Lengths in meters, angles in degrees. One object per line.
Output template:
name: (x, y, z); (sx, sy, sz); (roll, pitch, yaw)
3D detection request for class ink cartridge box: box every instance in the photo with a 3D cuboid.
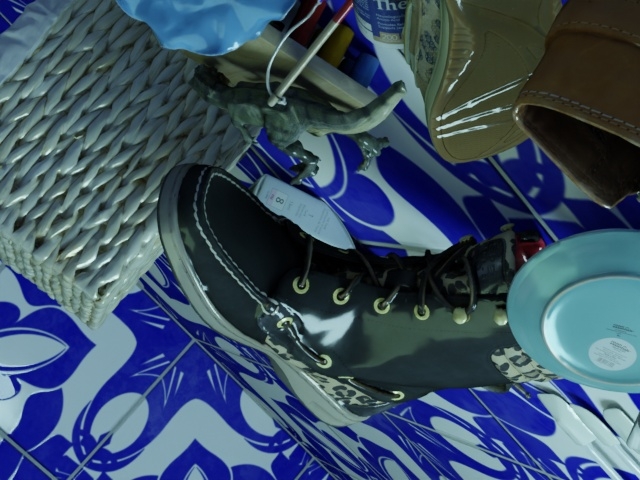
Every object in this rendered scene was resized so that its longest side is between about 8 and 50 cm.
ink cartridge box: (0.000, 0.000, 1.500); (0.232, 0.066, 0.189); (23, 167, -11)

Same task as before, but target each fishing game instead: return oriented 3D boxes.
fishing game: (-0.092, -0.238, 0.908); (0.264, 0.189, 0.041); (42, -152, 2)

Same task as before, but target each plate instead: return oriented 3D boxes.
plate: (0.244, 0.068, 0.926); (0.188, 0.024, 0.188); (8, 133, 9)

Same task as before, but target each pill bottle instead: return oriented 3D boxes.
pill bottle: (0.050, -0.193, 0.794); (0.067, 0.067, 0.120); (34, 163, 24)

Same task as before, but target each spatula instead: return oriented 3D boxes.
spatula: (0.374, 0.268, 1.362); (0.242, 0.019, 0.168); (45, 158, -17)

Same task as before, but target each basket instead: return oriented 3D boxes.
basket: (-0.260, -0.100, 1.299); (0.266, 0.331, 0.328); (41, 165, -4)

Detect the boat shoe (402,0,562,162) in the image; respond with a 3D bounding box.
boat shoe: (0.106, -0.155, 0.744); (0.285, 0.104, 0.089); (83, 168, -59)

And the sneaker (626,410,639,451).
sneaker: (0.348, 0.165, 1.067); (0.094, 0.080, 0.212); (24, 166, 17)

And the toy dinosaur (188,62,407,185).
toy dinosaur: (-0.011, -0.101, 0.997); (0.268, 0.064, 0.118); (12, 155, 42)

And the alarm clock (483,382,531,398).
alarm clock: (0.170, 0.100, 1.299); (0.129, 0.064, 0.192); (23, 158, 49)

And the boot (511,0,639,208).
boot: (0.141, -0.125, 0.481); (0.283, 0.220, 0.109); (40, 165, 5)

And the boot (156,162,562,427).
boot: (0.054, 0.040, 1.056); (0.284, 0.138, 0.377); (-12, 134, 28)

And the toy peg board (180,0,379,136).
toy peg board: (-0.021, -0.174, 1.037); (0.161, 0.079, 0.161); (30, 169, -20)
